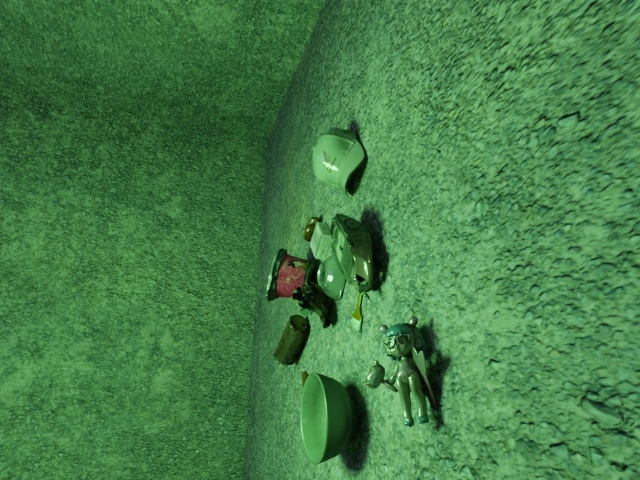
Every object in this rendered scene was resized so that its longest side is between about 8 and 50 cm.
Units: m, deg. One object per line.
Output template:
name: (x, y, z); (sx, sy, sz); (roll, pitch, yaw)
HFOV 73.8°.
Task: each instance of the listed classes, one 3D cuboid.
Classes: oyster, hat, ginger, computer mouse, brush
oyster: (-0.030, 0.260, 1.813); (0.100, 0.275, 0.271); (-32, 51, 8)
hat: (0.059, -0.310, 1.764); (0.301, 0.168, 0.257); (-108, 30, -55)
ginger: (-0.043, -0.043, 2.132); (0.162, 0.073, 0.103); (116, 169, -59)
computer mouse: (0.132, 0.048, 1.483); (0.199, 0.115, 0.389); (92, 160, -47)
brush: (0.141, 0.224, 1.536); (0.083, 0.011, 0.205); (-175, 93, -73)

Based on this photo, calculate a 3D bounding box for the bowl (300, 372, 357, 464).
bowl: (0.038, 0.607, 1.469); (0.289, 0.146, 0.289); (-173, 90, -71)

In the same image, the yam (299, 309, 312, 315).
yam: (-0.080, 0.301, 2.105); (0.169, 0.068, 0.068); (-111, 33, -64)

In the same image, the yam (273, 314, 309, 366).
yam: (-0.141, 0.503, 2.121); (0.131, 0.131, 0.279); (-105, 31, -51)

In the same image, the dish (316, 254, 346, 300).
dish: (0.033, 0.153, 1.792); (0.246, 0.078, 0.224); (123, 148, -54)

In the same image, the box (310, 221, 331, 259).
box: (0.000, 0.000, 2.006); (0.129, 0.051, 0.130); (-112, 35, -58)

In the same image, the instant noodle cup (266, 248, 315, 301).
instant noodle cup: (-0.129, 0.179, 2.039); (0.258, 0.182, 0.302); (89, -166, -56)

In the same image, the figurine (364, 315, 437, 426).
figurine: (0.210, 0.339, 1.096); (0.205, 0.103, 0.260); (-30, 54, 37)

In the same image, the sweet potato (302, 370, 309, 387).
sweet potato: (-0.033, 0.652, 1.822); (0.078, 0.058, 0.255); (-60, 24, 1)
